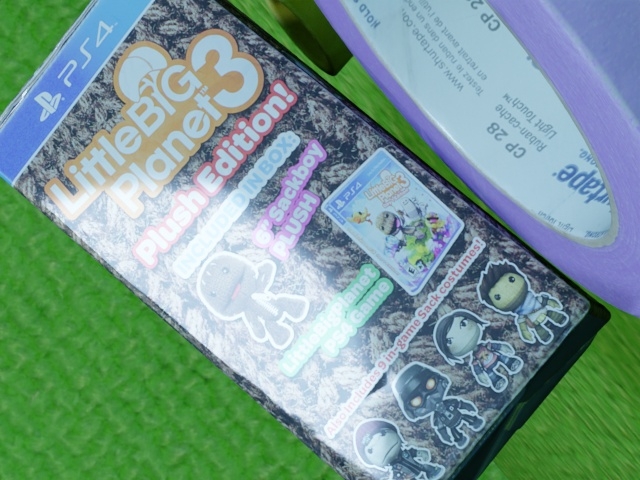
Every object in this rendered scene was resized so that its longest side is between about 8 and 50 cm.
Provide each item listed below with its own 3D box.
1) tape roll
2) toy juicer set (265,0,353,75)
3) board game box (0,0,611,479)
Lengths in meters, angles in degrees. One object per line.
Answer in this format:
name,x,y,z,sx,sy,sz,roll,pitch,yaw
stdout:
tape roll,0.084,-0.097,0.610,0.275,0.090,0.275,49,174,7
toy juicer set,-0.097,-0.249,0.949,0.329,0.089,0.209,46,173,29
board game box,0.000,0.000,0.845,0.291,0.141,0.232,40,-175,13
